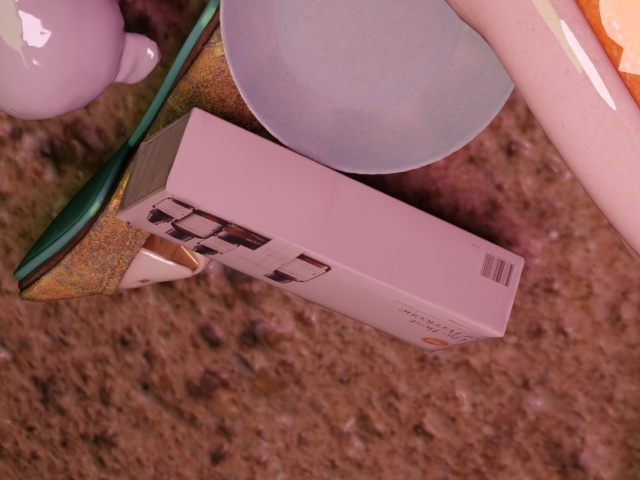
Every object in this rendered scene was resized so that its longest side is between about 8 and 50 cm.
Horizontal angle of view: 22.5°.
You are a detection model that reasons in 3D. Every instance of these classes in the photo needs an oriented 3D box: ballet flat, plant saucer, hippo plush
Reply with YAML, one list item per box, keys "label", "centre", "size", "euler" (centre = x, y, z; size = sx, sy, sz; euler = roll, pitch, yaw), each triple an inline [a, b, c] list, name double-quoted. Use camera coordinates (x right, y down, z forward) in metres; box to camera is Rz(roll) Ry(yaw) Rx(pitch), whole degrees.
- label: "ballet flat"
  centre: [-0.098, -0.041, 1.115]
  size: [0.123, 0.123, 0.348]
  euler: [45, 127, 3]
- label: "plant saucer"
  centre: [0.032, -0.138, 0.984]
  size: [0.195, 0.037, 0.195]
  euler: [-2, 100, -11]
- label: "hippo plush"
  centre: [-0.168, -0.201, 1.016]
  size: [0.234, 0.294, 0.237]
  euler: [-21, 132, 0]

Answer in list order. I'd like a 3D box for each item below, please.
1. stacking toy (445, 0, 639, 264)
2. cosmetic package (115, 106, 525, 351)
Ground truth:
- label: "stacking toy"
  centre: [0.292, -0.217, 0.727]
  size: [0.480, 0.350, 0.351]
  euler: [-29, 98, 18]
- label: "cosmetic package"
  centre: [0.000, 0.000, 1.014]
  size: [0.239, 0.060, 0.099]
  euler: [24, 163, -19]
